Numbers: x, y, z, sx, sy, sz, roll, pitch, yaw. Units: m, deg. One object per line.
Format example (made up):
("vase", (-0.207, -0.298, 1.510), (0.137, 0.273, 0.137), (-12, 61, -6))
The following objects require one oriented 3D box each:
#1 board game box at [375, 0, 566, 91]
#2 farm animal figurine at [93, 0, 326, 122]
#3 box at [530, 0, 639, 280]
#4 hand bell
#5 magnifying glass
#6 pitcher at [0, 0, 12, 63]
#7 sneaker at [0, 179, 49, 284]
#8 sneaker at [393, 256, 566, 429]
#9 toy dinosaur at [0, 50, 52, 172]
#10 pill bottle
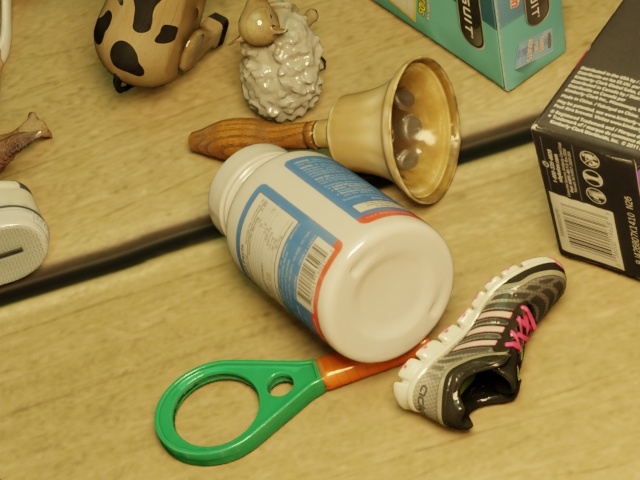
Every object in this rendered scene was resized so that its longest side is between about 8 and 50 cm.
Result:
("board game box", (0.074, -0.320, 1.733), (0.079, 0.254, 0.336), (-35, 50, -20))
("farm animal figurine", (-0.152, -0.276, 1.706), (0.330, 0.326, 0.172), (14, 28, 21))
("box", (0.305, -0.112, 1.545), (0.143, 0.165, 0.270), (21, 58, 31))
("hand bell", (-0.011, -0.092, 1.683), (0.242, 0.126, 0.126), (-1, 49, 32))
("magnifying glass", (-0.022, 0.117, 1.539), (0.231, 0.026, 0.092), (-21, 47, 0))
("pitcher", (-0.350, -0.268, 1.915), (0.178, 0.125, 0.207), (31, 73, 12))
("sneaker", (-0.367, 0.015, 1.692), (0.258, 0.094, 0.091), (-13, 36, -6))
("sneaker", (0.140, 0.085, 1.493), (0.170, 0.063, 0.075), (-41, 51, -13))
("toy dinosaur", (-0.380, -0.095, 1.760), (0.296, 0.127, 0.200), (28, 62, 29))
("pill bottle", (0.000, 0.000, 1.554), (0.124, 0.124, 0.221), (-34, 37, -14))
